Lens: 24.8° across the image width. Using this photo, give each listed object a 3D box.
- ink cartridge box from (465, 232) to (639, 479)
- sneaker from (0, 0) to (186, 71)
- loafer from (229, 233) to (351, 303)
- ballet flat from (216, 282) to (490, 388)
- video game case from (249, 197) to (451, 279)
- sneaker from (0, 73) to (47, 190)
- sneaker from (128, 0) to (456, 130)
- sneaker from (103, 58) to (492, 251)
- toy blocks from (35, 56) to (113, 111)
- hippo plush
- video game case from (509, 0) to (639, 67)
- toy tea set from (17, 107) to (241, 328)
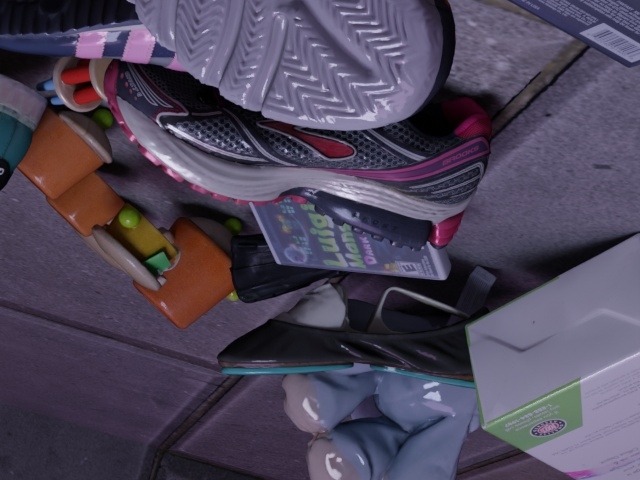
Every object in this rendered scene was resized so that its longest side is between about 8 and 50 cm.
[{"bbox_3d":[0.327,0.149,1.403,0.207,0.119,0.353,-30,138,28],"label":"ink cartridge box"},{"bbox_3d":[-0.109,-0.149,0.986,0.319,0.112,0.131,6,157,27],"label":"sneaker"},{"bbox_3d":[0.000,0.000,1.397,0.223,0.078,0.076,-18,178,34],"label":"loafer"},{"bbox_3d":[0.040,0.091,1.420,0.281,0.096,0.095,4,176,-10],"label":"ballet flat"},{"bbox_3d":[0.011,-0.040,1.260,0.173,0.022,0.190,5,140,27],"label":"video game case"},{"bbox_3d":[-0.346,-0.086,1.301,0.108,0.121,0.302,27,169,-28],"label":"sneaker"},{"bbox_3d":[-0.031,-0.170,0.737,0.321,0.124,0.180,37,-148,25],"label":"sneaker"},{"bbox_3d":[-0.016,-0.091,1.092,0.299,0.121,0.112,13,120,-19],"label":"sneaker"},{"bbox_3d":[-0.154,-0.119,1.200,0.148,0.054,0.123,-5,153,45],"label":"toy blocks"},{"bbox_3d":[0.090,0.136,1.585,0.234,0.294,0.236,35,-173,-2],"label":"hippo plush"},{"bbox_3d":[0.197,-0.178,0.805,0.196,0.026,0.274,24,159,-26],"label":"video game case"},{"bbox_3d":[-0.175,-0.036,1.432,0.200,0.124,0.336,41,171,16],"label":"toy tea set"}]
